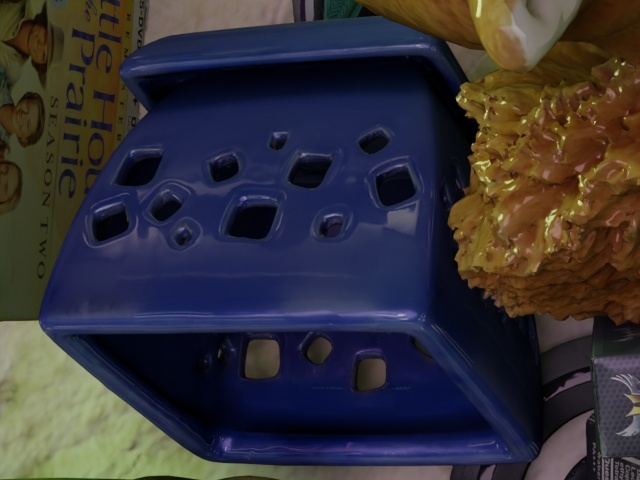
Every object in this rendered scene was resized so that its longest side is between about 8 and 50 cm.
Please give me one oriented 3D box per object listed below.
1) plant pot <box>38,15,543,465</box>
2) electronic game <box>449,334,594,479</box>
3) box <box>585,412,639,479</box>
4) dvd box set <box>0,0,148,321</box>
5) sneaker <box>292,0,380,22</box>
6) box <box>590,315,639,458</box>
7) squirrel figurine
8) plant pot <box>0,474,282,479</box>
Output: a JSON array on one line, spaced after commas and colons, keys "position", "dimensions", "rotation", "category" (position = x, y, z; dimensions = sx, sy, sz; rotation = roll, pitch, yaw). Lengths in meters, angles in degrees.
[{"position": [0.000, 0.000, 1.079], "dimensions": [0.236, 0.236, 0.212], "rotation": [-3, 63, 21], "category": "plant pot"}, {"position": [0.190, 0.170, 1.106], "dimensions": [0.229, 0.048, 0.229], "rotation": [-3, 81, 16], "category": "electronic game"}, {"position": [0.274, 0.247, 0.908], "dimensions": [0.183, 0.294, 0.296], "rotation": [-3, 95, -15], "category": "box"}, {"position": [-0.218, -0.101, 1.071], "dimensions": [0.062, 0.420, 0.307], "rotation": [4, 89, 18], "category": "dvd box set"}, {"position": [0.000, -0.225, 1.188], "dimensions": [0.098, 0.083, 0.223], "rotation": [5, 86, 42], "category": "sneaker"}, {"position": [0.240, 0.055, 0.977], "dimensions": [0.183, 0.232, 0.059], "rotation": [-4, 99, 10], "category": "box"}, {"position": [0.171, -0.117, 0.828], "dimensions": [0.281, 0.370, 0.397], "rotation": [33, 131, 46], "category": "squirrel figurine"}, {"position": [-0.208, 0.298, 1.122], "dimensions": [0.353, 0.366, 0.366], "rotation": [7, 91, 33], "category": "plant pot"}]
